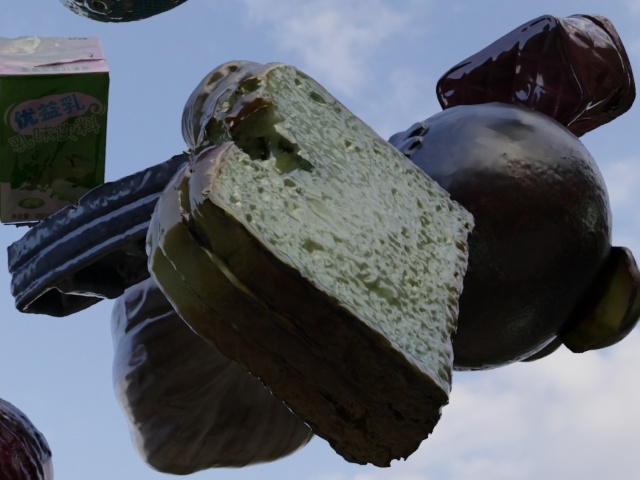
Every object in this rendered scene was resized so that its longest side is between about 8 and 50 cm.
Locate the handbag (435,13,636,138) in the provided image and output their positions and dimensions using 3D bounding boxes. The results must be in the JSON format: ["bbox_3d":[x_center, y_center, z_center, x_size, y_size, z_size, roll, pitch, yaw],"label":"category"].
[{"bbox_3d":[0.266,-0.187,1.475,0.135,0.146,0.225,-13,-10,-44],"label":"handbag"}]

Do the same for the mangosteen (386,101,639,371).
[{"bbox_3d":[0.176,0.006,1.307,0.330,0.330,0.330,-8,-41,-7],"label":"mangosteen"}]

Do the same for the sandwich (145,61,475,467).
[{"bbox_3d":[-0.001,0.001,0.900,0.249,0.273,0.095,41,-60,-15],"label":"sandwich"}]

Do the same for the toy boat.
[{"bbox_3d":[-0.182,-0.008,1.202,0.283,0.078,0.127,-28,-20,16],"label":"toy boat"}]

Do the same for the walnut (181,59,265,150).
[{"bbox_3d":[-0.098,-0.157,1.505,0.162,0.140,0.140,-48,-30,-28],"label":"walnut"}]

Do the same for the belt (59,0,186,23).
[{"bbox_3d":[-0.171,-0.268,1.086,0.163,0.147,0.082,7,-23,3],"label":"belt"}]

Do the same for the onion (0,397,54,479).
[{"bbox_3d":[-0.367,0.253,1.157,0.207,0.206,0.216,-44,-83,0],"label":"onion"}]

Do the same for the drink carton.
[{"bbox_3d":[-0.393,-0.155,1.716,0.161,0.108,0.271,-4,-50,-19],"label":"drink carton"}]

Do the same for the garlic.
[{"bbox_3d":[-0.092,0.116,1.356,0.317,0.317,0.259,10,-39,-25],"label":"garlic"}]
